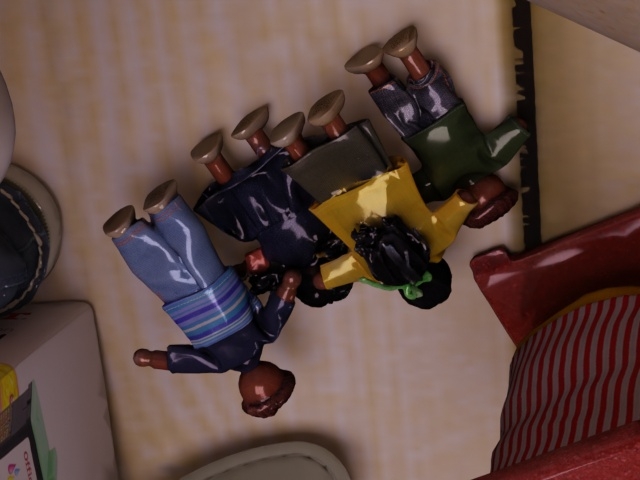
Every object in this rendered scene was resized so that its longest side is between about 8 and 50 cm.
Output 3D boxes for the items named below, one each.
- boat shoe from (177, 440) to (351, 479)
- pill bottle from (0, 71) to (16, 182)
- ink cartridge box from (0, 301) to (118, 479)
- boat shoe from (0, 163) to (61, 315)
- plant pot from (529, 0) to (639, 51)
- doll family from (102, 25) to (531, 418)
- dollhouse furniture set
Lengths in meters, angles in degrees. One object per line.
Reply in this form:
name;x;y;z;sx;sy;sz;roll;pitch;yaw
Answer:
boat shoe;-0.072;0.180;0.861;0.228;0.081;0.068;-38;149;3
pill bottle;-0.305;0.025;0.513;0.408;0.229;0.229;-41;103;5
ink cartridge box;-0.223;0.116;0.752;0.201;0.278;0.117;-3;102;13
boat shoe;-0.247;-0.002;0.811;0.255;0.079;0.095;10;108;6
plant pot;0.152;-0.172;0.547;0.305;0.334;0.333;19;118;15
doll family;0.000;0.000;0.775;0.193;0.076;0.111;-25;113;26
dollhouse furniture set;0.236;0.045;0.672;0.374;0.201;0.152;-23;109;21
